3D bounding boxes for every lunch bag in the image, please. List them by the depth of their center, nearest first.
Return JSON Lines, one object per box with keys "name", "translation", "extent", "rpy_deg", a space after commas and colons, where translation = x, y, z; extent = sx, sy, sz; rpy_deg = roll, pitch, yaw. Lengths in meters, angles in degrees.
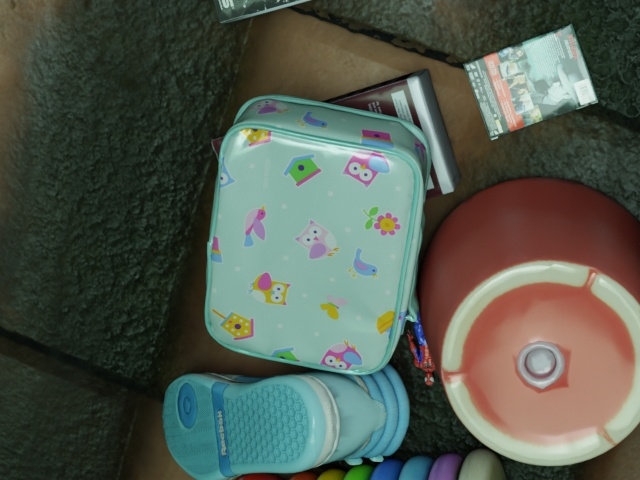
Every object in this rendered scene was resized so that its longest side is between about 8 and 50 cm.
{"name": "lunch bag", "translation": [0.000, 0.000, 1.225], "extent": [0.224, 0.108, 0.279], "rpy_deg": [9, 120, 2]}

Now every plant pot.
{"name": "plant pot", "translation": [0.220, 0.088, 1.181], "extent": [0.274, 0.243, 0.275], "rpy_deg": [2, 102, 9]}

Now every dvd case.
{"name": "dvd case", "translation": [0.220, -0.166, 1.253], "extent": [0.119, 0.013, 0.087], "rpy_deg": [-19, 98, 19]}

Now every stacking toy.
{"name": "stacking toy", "translation": [0.040, 0.305, 1.360], "extent": [0.330, 0.141, 0.141], "rpy_deg": [-3, 103, 20]}

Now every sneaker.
{"name": "sneaker", "translation": [-0.028, 0.203, 1.358], "extent": [0.319, 0.208, 0.127], "rpy_deg": [-5, 87, 52]}

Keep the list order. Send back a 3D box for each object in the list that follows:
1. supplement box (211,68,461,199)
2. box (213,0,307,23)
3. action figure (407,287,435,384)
{"name": "supplement box", "translation": [0.018, -0.087, 1.293], "extent": [0.239, 0.073, 0.130], "rpy_deg": [-15, 101, 17]}
{"name": "box", "translation": [-0.047, -0.362, 1.251], "extent": [0.183, 0.056, 0.231], "rpy_deg": [-11, 101, 17]}
{"name": "action figure", "translation": [0.118, 0.107, 1.340], "extent": [0.038, 0.030, 0.115], "rpy_deg": [-4, 104, 10]}
